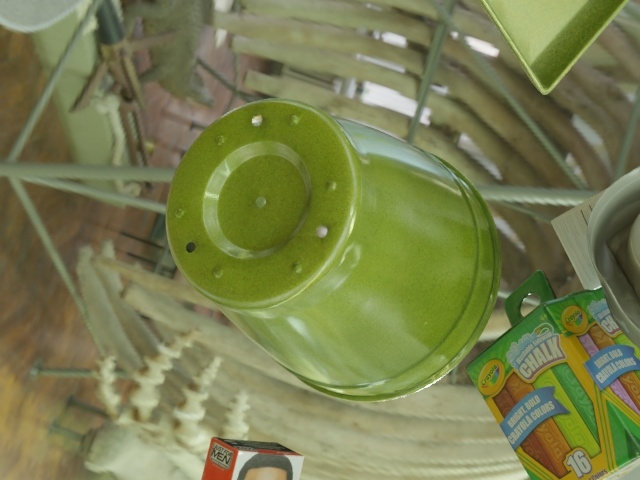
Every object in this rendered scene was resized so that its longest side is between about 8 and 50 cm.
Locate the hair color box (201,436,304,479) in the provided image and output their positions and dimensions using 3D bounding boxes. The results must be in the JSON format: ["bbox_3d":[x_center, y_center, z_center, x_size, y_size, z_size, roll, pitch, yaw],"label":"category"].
[{"bbox_3d":[-0.068,0.238,0.763,0.043,0.072,0.141,10,-94,51],"label":"hair color box"}]

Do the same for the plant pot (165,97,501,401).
[{"bbox_3d":[0.000,0.000,1.139,0.353,0.366,0.366,30,78,-62],"label":"plant pot"}]

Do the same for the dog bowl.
[{"bbox_3d":[0.497,0.027,1.104,0.349,0.349,0.102,-67,151,-46],"label":"dog bowl"}]

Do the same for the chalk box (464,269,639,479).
[{"bbox_3d":[0.340,0.181,1.267,0.179,0.289,0.180,-8,148,-41],"label":"chalk box"}]

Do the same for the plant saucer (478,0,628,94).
[{"bbox_3d":[0.257,-0.300,1.083,0.188,0.188,0.045,-48,-154,-15],"label":"plant saucer"}]

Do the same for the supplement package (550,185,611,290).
[{"bbox_3d":[0.493,-0.029,1.421,0.139,0.134,0.244,-22,172,-21],"label":"supplement package"}]
